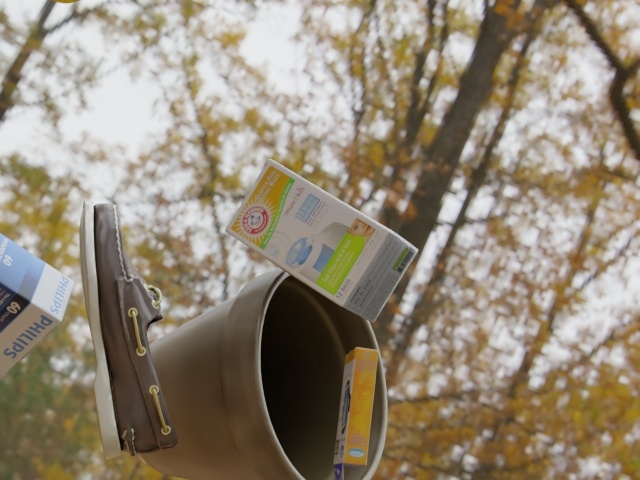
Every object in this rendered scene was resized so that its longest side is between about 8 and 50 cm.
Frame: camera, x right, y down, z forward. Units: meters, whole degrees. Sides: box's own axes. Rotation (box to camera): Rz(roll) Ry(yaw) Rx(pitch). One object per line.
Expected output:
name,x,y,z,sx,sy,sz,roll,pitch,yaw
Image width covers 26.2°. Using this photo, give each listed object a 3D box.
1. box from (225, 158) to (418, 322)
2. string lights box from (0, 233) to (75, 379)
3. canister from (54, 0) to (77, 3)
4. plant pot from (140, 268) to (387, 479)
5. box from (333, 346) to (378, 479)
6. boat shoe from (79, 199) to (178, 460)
box,0.000,0.000,1.731,0.203,0.114,0.103,33,0,28
string lights box,-0.426,0.036,1.555,0.260,0.076,0.133,36,-57,-22
canister,-0.183,-0.277,1.218,0.126,0.170,0.073,-18,-64,13
plant pot,-0.105,0.211,1.895,0.280,0.323,0.323,-13,-40,31
box,0.036,0.184,1.444,0.028,0.136,0.081,6,-11,-6
boat shoe,-0.243,0.107,1.720,0.097,0.324,0.116,-7,-8,-10
